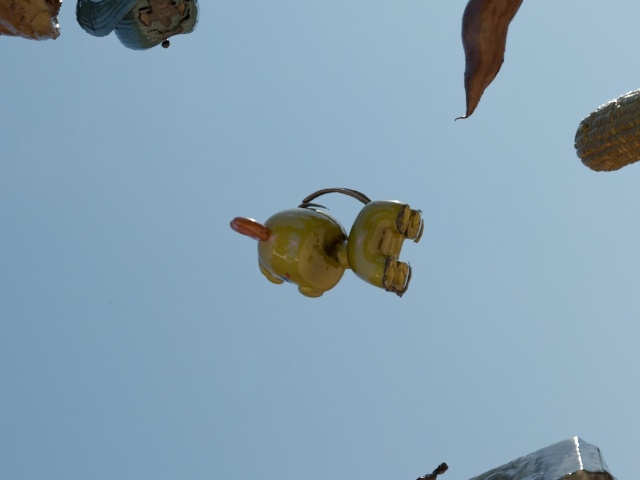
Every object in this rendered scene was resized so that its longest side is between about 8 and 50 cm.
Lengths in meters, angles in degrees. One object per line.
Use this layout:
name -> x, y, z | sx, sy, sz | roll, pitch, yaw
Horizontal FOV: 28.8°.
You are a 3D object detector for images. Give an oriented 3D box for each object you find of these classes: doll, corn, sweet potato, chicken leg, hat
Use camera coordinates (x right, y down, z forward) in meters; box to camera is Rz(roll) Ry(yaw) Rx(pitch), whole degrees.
doll -> 0.000, 0.000, 1.450 | 0.143, 0.221, 0.135 | 18, -98, -64
corn -> 0.363, -0.131, 1.388 | 0.080, 0.080, 0.238 | -28, 1, -26
sweet potato -> 0.161, -0.203, 1.203 | 0.056, 0.056, 0.195 | 28, -104, -53
chicken leg -> 0.125, 0.308, 1.565 | 0.083, 0.021, 0.036 | -44, -26, 8
hat -> -0.164, -0.227, 1.221 | 0.138, 0.191, 0.078 | -23, -67, -16

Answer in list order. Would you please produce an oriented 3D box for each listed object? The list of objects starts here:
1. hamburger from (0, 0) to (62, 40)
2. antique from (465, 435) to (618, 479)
hamburger -> -0.356, -0.280, 1.260 | 0.130, 0.206, 0.183 | -47, -42, -8
antique -> 0.158, 0.235, 1.009 | 0.183, 0.088, 0.086 | -24, 7, 12
